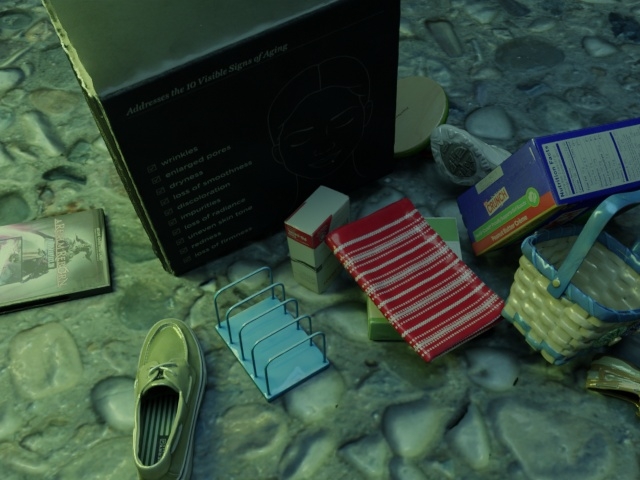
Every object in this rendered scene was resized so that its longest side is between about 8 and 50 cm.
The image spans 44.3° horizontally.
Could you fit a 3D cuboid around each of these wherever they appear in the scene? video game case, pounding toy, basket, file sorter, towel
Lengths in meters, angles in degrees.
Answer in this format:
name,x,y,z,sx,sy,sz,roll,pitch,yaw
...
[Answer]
name,x,y,z,sx,sy,sz,roll,pitch,yaw
video game case,-0.521,0.040,1.415,0.274,0.026,0.196,-12,49,-8
pounding toy,0.165,-0.218,1.599,0.237,0.110,0.183,-17,55,25
basket,0.433,0.037,1.205,0.255,0.289,0.201,-13,43,-39
file sorter,-0.082,0.144,1.260,0.118,0.104,0.170,-28,54,-21
towel,0.156,0.055,1.284,0.199,0.031,0.275,-23,61,-32

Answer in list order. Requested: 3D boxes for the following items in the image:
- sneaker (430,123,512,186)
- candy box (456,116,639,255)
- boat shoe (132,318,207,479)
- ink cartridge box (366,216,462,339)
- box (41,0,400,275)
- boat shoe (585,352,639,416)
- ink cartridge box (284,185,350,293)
name,x,y,z,sx,sy,sz,roll,pitch,yaw
sneaker,0.308,-0.150,1.507,0.232,0.090,0.115,36,35,-9
candy box,0.432,-0.095,1.321,0.317,0.268,0.122,-12,78,-19
boat shoe,-0.229,0.233,1.189,0.109,0.094,0.302,-5,49,-4
ink cartridge box,0.163,0.062,1.360,0.171,0.056,0.235,0,47,0
box,-0.139,-0.256,1.322,0.480,0.471,0.297,-26,62,-13
boat shoe,0.501,0.239,1.199,0.190,0.068,0.072,16,62,28
ink cartridge box,0.000,0.000,1.357,0.063,0.150,0.109,25,53,26
